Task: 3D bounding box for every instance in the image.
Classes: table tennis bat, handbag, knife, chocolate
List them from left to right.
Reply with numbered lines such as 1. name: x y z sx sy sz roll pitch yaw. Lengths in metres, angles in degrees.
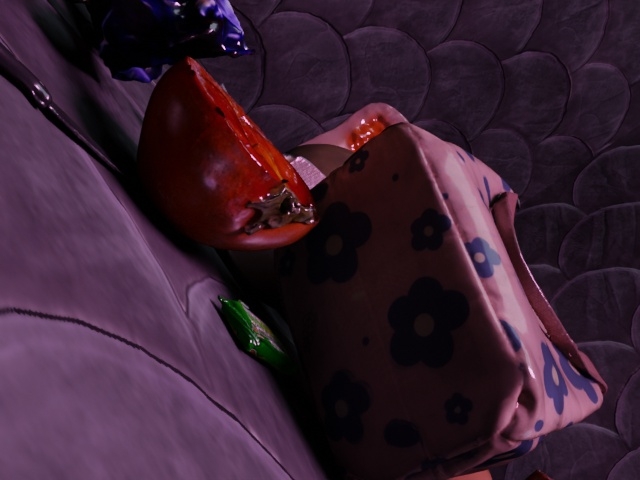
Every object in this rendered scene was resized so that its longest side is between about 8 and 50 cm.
1. knife: -0.149 -0.073 0.464 0.023 0.010 0.170 57 1 29
2. chocolate: -0.151 -0.192 0.690 0.148 0.126 0.343 14 20 -22
3. table tennis bat: -0.046 -0.037 0.715 0.220 0.130 0.019 61 -32 -2
4. handbag: 0.096 0.061 0.632 0.193 0.190 0.252 12 50 -46

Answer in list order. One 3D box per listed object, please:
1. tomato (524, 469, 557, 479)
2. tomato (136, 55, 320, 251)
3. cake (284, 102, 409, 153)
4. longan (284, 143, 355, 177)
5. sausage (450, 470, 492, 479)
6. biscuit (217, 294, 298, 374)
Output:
1. tomato: 0.310 0.450 0.967 0.338 0.143 0.338 56 -2 3
2. tomato: -0.074 -0.046 0.570 0.139 0.091 0.159 56 11 30
3. cake: 0.077 -0.016 1.193 0.309 0.237 0.230 56 -7 4
4. longan: 0.000 0.000 0.832 0.185 0.159 0.205 21 70 -51
5. sausage: 0.104 0.208 0.806 0.289 0.086 0.086 55 3 -45
6. biscuit: -0.043 0.069 0.571 0.046 0.016 0.089 56 2 29
